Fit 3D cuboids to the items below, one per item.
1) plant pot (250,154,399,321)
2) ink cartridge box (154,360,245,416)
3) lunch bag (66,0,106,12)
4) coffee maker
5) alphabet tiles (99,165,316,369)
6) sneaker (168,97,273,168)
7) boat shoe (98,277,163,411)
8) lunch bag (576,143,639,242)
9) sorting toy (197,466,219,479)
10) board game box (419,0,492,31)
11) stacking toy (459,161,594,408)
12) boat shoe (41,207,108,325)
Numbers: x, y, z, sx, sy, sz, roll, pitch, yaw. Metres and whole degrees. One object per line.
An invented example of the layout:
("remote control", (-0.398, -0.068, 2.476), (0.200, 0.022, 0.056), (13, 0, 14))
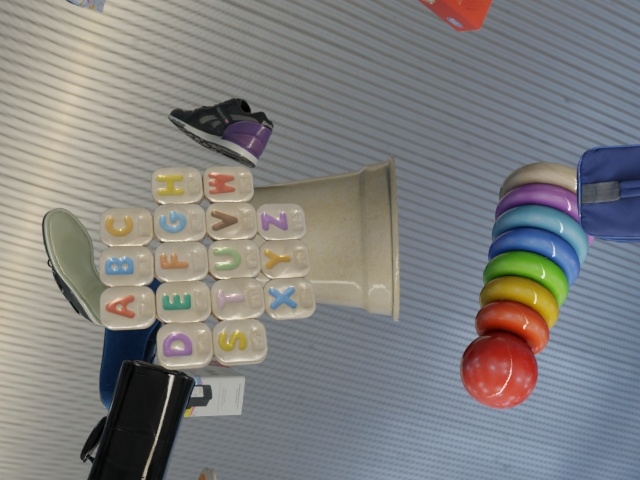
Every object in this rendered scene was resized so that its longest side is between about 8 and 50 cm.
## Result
("plant pot", (0.000, 0.000, 1.593), (0.306, 0.333, 0.333), (-2, 122, 4))
("ink cartridge box", (-0.241, 0.262, 1.405), (0.175, 0.127, 0.072), (4, 94, -29))
("lunch bag", (-0.522, -0.536, 1.730), (0.083, 0.071, 0.053), (32, 105, 20))
("coffee maker", (-0.236, 0.259, 1.074), (0.120, 0.171, 0.178), (21, 75, -27))
("alphabet tiles", (-0.149, 0.028, 1.046), (0.278, 0.283, 0.021), (-2, 156, -12))
("sneaker", (-0.212, -0.259, 1.748), (0.124, 0.283, 0.107), (-59, 145, -5))
("boat shoe", (-0.320, 0.171, 1.311), (0.109, 0.258, 0.089), (13, 145, 1))
("lunch bag", (0.224, -0.032, 0.530), (0.099, 0.065, 0.067), (-2, 92, 32))
("sorting toy", (-0.097, 0.292, 0.846), (0.045, 0.075, 0.083), (-45, 110, -29))
("board game box", (0.206, -0.554, 1.390), (0.317, 0.064, 0.242), (25, 87, -34))
("stacking toy", (0.258, 0.062, 0.986), (0.141, 0.330, 0.141), (17, 147, 12))
("boat shoe", (-0.633, 0.068, 2.013), (0.113, 0.127, 0.340), (4, 131, 37))
